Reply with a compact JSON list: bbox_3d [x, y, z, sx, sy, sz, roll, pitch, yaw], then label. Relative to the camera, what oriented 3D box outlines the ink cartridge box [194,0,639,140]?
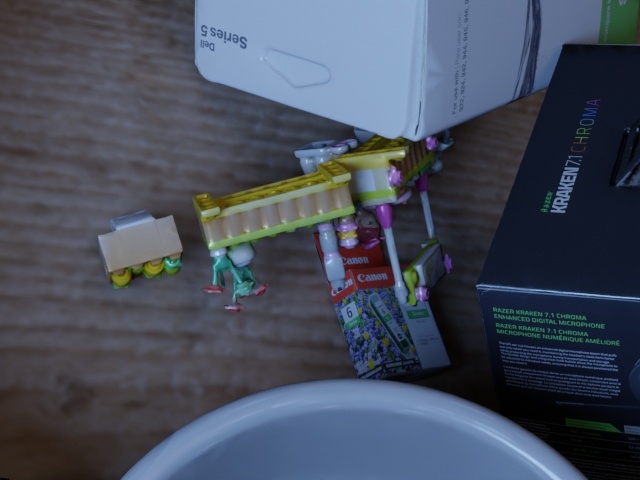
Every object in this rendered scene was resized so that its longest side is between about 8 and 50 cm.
[{"bbox_3d":[0.073,-0.175,1.044,0.273,0.198,0.114,-24,125,-45],"label":"ink cartridge box"}]

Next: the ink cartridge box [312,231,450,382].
[{"bbox_3d":[0.041,0.040,1.018,0.063,0.029,0.115,-4,68,-40],"label":"ink cartridge box"}]

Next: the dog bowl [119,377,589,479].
[{"bbox_3d":[0.018,0.225,0.729,0.349,0.102,0.348,3,59,-5],"label":"dog bowl"}]

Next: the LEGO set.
[{"bbox_3d":[0.000,0.000,0.956,0.287,0.132,0.107,-27,111,-42],"label":"LEGO set"}]

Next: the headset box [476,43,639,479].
[{"bbox_3d":[0.208,0.036,0.984,0.246,0.131,0.283,-64,149,-42],"label":"headset box"}]

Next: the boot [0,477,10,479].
[{"bbox_3d":[-0.233,0.058,0.704,0.284,0.138,0.377,47,49,-6],"label":"boot"}]
